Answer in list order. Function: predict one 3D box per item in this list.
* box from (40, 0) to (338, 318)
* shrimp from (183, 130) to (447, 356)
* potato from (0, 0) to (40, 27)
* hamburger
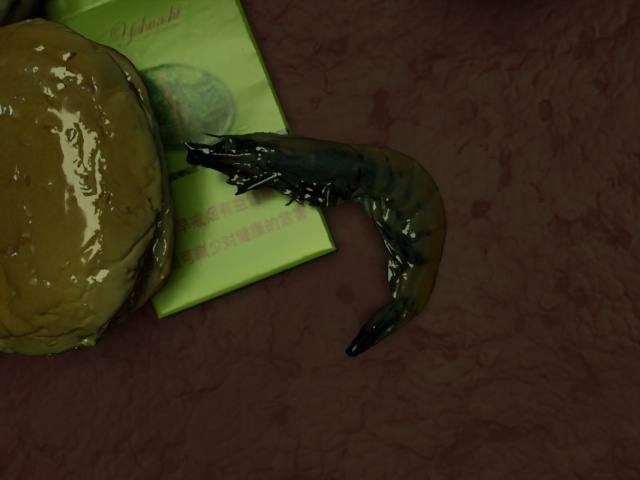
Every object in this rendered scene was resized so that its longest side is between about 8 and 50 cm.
[{"bbox_3d":[-0.128,-0.112,0.713,0.187,0.047,0.334,-21,88,3],"label":"box"},{"bbox_3d":[0.000,0.000,0.648,0.262,0.051,0.197,10,75,-24],"label":"shrimp"},{"bbox_3d":[-0.401,-0.291,0.651,0.351,0.202,0.218,28,125,12],"label":"potato"},{"bbox_3d":[-0.248,-0.040,0.640,0.260,0.145,0.283,-19,93,22],"label":"hamburger"}]
